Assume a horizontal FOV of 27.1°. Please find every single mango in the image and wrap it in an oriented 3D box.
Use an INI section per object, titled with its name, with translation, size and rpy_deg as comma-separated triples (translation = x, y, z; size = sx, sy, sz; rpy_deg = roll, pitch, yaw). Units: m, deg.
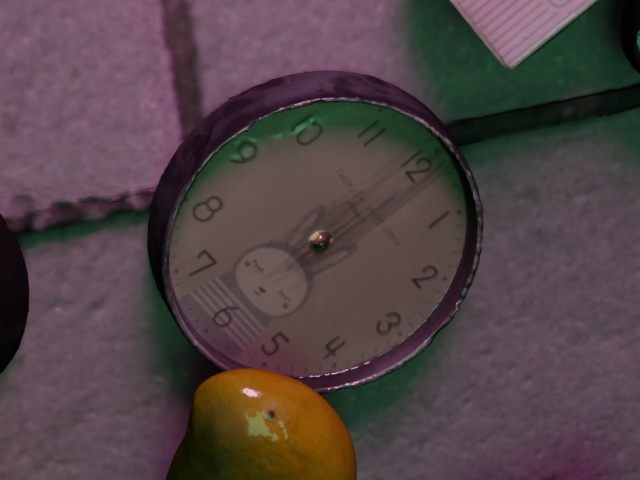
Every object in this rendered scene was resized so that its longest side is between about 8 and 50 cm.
[mango]
translation = -0.037, 0.157, 0.858
size = 0.122, 0.085, 0.191
rpy_deg = 15, 138, -7

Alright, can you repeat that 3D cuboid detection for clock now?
[clock]
translation = 0.000, 0.000, 0.840
size = 0.215, 0.042, 0.215
rpy_deg = -6, 116, -13

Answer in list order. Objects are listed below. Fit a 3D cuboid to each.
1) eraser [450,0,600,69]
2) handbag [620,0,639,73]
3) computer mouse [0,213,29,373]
[eraser]
translation = 0.164, -0.201, 0.742
size = 0.225, 0.052, 0.095
rpy_deg = -39, 88, 17
[handbag]
translation = 0.337, -0.184, 0.824
size = 0.332, 0.075, 0.191
rpy_deg = 2, 110, -12
[computer mouse]
translation = -0.260, 0.003, 0.748
size = 0.147, 0.088, 0.264
rpy_deg = -31, 117, -2
